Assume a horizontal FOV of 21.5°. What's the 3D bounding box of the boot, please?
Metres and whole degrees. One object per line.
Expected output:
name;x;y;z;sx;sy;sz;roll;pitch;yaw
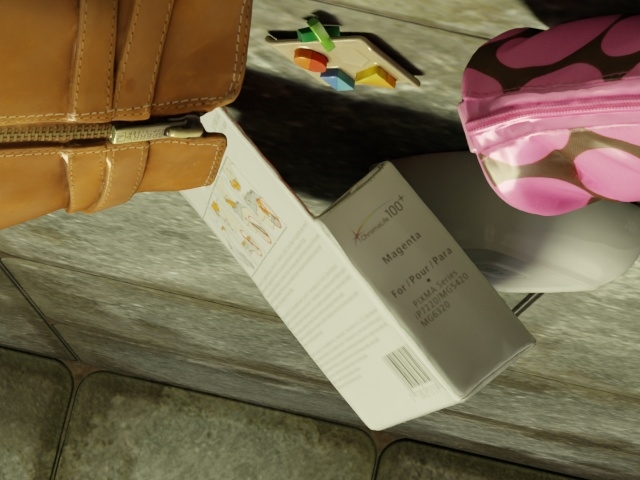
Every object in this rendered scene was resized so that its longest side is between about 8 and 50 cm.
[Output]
boot;-0.125;-0.100;0.640;0.220;0.109;0.283;-6;136;-19

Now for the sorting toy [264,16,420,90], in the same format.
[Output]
sorting toy;0.004;-0.088;0.809;0.062;0.012;0.083;6;167;32

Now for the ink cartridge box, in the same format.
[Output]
ink cartridge box;0.000;0.000;1.008;0.239;0.060;0.275;52;168;3

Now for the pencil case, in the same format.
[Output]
pencil case;0.143;-0.053;0.633;0.098;0.095;0.209;-23;-170;-36

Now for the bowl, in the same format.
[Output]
bowl;0.109;-0.006;1.002;0.142;0.053;0.142;20;166;-34
